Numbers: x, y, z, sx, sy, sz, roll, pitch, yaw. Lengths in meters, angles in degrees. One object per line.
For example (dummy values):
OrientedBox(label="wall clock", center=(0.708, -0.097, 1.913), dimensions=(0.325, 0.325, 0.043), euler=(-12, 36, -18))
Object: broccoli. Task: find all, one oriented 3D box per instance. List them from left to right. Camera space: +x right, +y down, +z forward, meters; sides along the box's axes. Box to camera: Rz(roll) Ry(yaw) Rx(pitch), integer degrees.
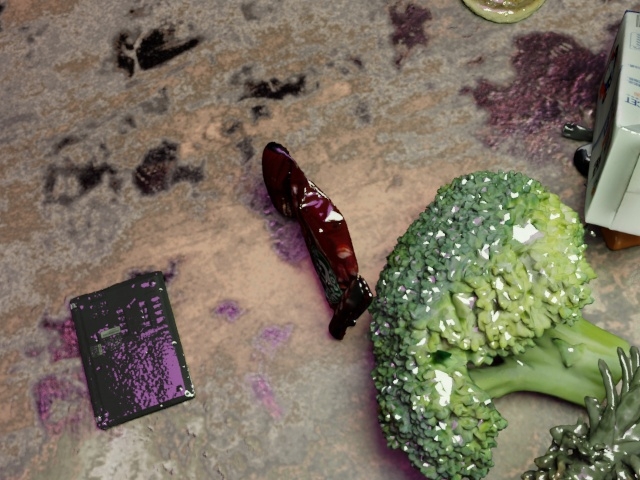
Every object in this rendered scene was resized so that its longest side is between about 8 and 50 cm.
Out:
OrientedBox(label="broccoli", center=(0.198, 0.088, 0.957), dimensions=(0.302, 0.249, 0.375), euler=(17, 67, 14))

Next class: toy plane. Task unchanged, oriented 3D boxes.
OrientedBox(label="toy plane", center=(0.408, -0.102, 1.113), dimensions=(0.197, 0.053, 0.078), euler=(9, 62, 13))

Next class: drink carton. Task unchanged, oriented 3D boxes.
OrientedBox(label="drink carton", center=(0.386, -0.145, 1.015), dimensions=(0.107, 0.130, 0.315), euler=(14, 40, 11))

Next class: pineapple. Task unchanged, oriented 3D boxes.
OrientedBox(label="pineapple", center=(0.256, 0.263, 0.874), dimensions=(0.169, 0.169, 0.340), euler=(31, 67, 15))

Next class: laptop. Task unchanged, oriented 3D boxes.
OrientedBox(label="laptop", center=(-0.242, 0.137, 1.104), dimensions=(0.129, 0.016, 0.180), euler=(-19, 70, -1))

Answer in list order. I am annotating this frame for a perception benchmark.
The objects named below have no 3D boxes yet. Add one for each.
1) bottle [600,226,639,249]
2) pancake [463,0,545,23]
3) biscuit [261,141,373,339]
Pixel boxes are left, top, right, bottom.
OrientedBox(label="bottle", center=(0.445, -0.039, 1.078), dimensions=(0.187, 0.069, 0.069), euler=(-12, 69, -1))
OrientedBox(label="pancake", center=(0.258, -0.379, 1.242), dimensions=(0.152, 0.025, 0.151), euler=(-1, 71, 4))
OrientedBox(label="biscuit", center=(-0.001, 0.002, 1.060), dimensions=(0.063, 0.151, 0.235), euler=(-23, 68, -8))
